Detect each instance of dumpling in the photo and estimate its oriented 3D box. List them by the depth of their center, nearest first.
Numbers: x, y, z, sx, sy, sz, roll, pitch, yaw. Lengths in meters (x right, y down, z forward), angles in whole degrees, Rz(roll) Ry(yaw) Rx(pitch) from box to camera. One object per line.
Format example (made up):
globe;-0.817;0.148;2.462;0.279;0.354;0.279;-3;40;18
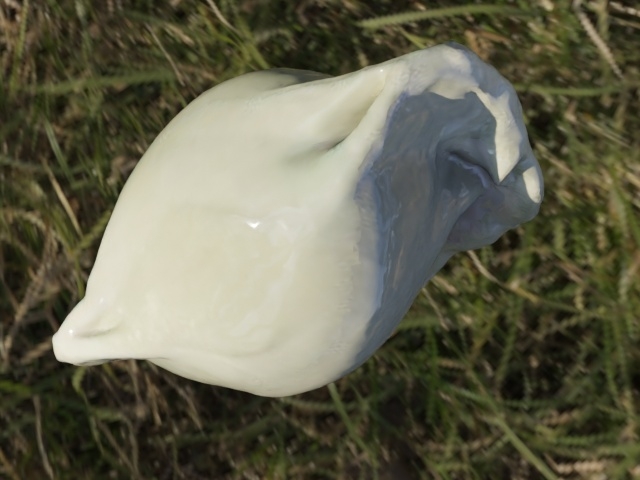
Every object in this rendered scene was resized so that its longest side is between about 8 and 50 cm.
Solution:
dumpling;0.000;0.000;0.626;0.151;0.124;0.229;13;145;-44
